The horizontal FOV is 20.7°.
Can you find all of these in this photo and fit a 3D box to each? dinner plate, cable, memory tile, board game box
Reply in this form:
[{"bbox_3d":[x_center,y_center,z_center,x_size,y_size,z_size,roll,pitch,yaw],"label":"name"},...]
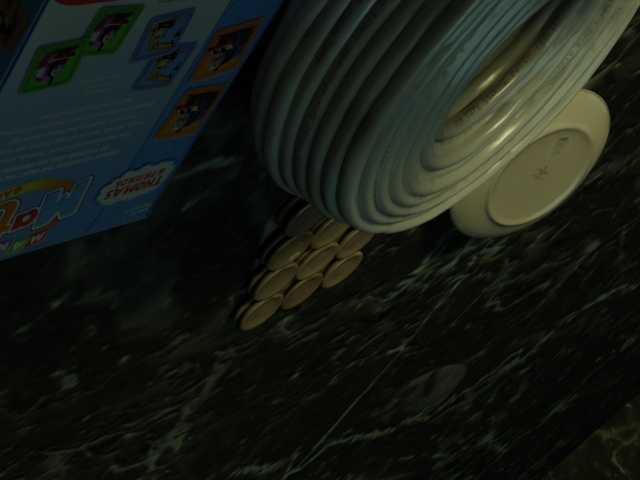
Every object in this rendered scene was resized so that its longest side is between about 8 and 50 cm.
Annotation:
[{"bbox_3d":[0.156,-0.051,1.272,0.141,0.017,0.141,-25,144,-20],"label":"dinner plate"},{"bbox_3d":[0.074,-0.112,0.870,0.257,0.089,0.257,-26,156,-53],"label":"cable"},{"bbox_3d":[0.000,0.000,1.143,0.113,0.012,0.148,-28,159,-34],"label":"memory tile"},{"bbox_3d":[-0.092,-0.075,0.741,0.160,0.039,0.211,-19,151,-50],"label":"board game box"}]
